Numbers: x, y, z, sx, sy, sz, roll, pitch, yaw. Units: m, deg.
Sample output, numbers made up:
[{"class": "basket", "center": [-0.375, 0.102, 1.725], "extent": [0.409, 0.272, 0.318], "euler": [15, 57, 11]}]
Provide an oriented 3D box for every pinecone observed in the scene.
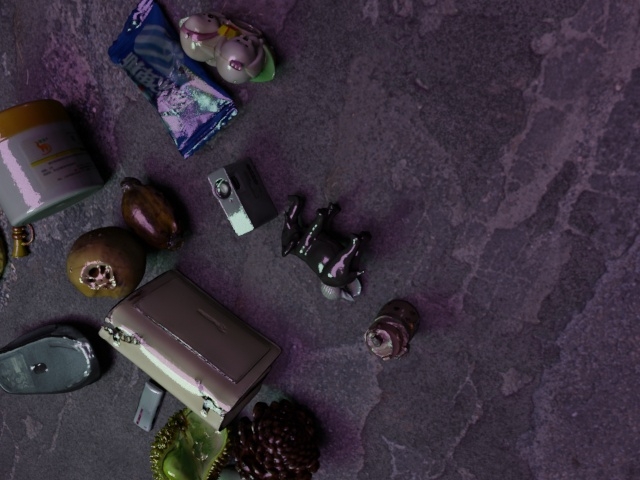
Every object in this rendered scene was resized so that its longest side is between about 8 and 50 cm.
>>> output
[{"class": "pinecone", "center": [-0.111, 0.507, 1.445], "extent": [0.222, 0.221, 0.221], "euler": [8, 110, 22]}]

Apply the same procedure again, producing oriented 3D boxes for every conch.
[{"class": "conch", "center": [0.042, 0.096, 1.322], "extent": [0.085, 0.056, 0.076], "euler": [21, 110, -27]}]

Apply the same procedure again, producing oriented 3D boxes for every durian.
[{"class": "durian", "center": [-0.331, 0.538, 1.548], "extent": [0.200, 0.236, 0.176], "euler": [28, 148, -13]}]

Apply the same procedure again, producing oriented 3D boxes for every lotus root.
[{"class": "lotus root", "center": [-0.399, -0.061, 1.426], "extent": [0.120, 0.120, 0.209], "euler": [-35, 94, 29]}, {"class": "lotus root", "center": [-0.494, 0.039, 1.419], "extent": [0.169, 0.343, 0.151], "euler": [5, 101, -16]}]

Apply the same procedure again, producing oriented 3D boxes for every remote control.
[{"class": "remote control", "center": [-0.485, 0.465, 1.697], "extent": [0.065, 0.029, 0.166], "euler": [30, 117, 11]}]

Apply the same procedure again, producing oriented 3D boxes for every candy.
[{"class": "candy", "center": [-0.330, -0.351, 1.323], "extent": [0.187, 0.077, 0.331], "euler": [-39, 87, 27]}]

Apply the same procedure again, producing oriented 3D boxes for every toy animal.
[{"class": "toy animal", "center": [-0.005, -0.001, 1.261], "extent": [0.245, 0.115, 0.146], "euler": [49, 122, 39]}]

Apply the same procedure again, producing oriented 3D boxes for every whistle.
[{"class": "whistle", "center": [-0.832, -0.006, 1.684], "extent": [0.057, 0.046, 0.109], "euler": [18, 109, 34]}]

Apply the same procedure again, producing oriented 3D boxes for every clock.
[{"class": "clock", "center": [-0.187, -0.384, 1.208], "extent": [0.231, 0.144, 0.103], "euler": [32, 116, 12]}]

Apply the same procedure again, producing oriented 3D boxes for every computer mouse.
[{"class": "computer mouse", "center": [-0.766, 0.340, 1.733], "extent": [0.374, 0.114, 0.203], "euler": [-11, 100, 19]}]

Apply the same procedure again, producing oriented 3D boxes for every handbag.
[{"class": "handbag", "center": [-0.305, 0.258, 1.429], "extent": [0.359, 0.237, 0.160], "euler": [35, 116, 9]}]

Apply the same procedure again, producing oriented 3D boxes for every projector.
[{"class": "projector", "center": [-0.170, -0.094, 1.316], "extent": [0.061, 0.115, 0.147], "euler": [-24, 96, 27]}]

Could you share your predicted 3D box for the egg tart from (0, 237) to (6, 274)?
[{"class": "egg tart", "center": [-1.047, 0.024, 1.751], "extent": [0.290, 0.115, 0.290], "euler": [7, 108, 22]}]

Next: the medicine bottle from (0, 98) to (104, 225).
[{"class": "medicine bottle", "center": [-0.673, -0.182, 1.442], "extent": [0.238, 0.238, 0.231], "euler": [-23, 99, 29]}]

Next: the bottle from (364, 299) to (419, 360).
[{"class": "bottle", "center": [0.145, 0.193, 1.253], "extent": [0.099, 0.152, 0.098], "euler": [7, 110, 20]}]

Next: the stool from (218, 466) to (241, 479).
[{"class": "stool", "center": [-0.205, 0.703, 1.561], "extent": [0.199, 0.195, 0.195], "euler": [-16, 101, 29]}]
